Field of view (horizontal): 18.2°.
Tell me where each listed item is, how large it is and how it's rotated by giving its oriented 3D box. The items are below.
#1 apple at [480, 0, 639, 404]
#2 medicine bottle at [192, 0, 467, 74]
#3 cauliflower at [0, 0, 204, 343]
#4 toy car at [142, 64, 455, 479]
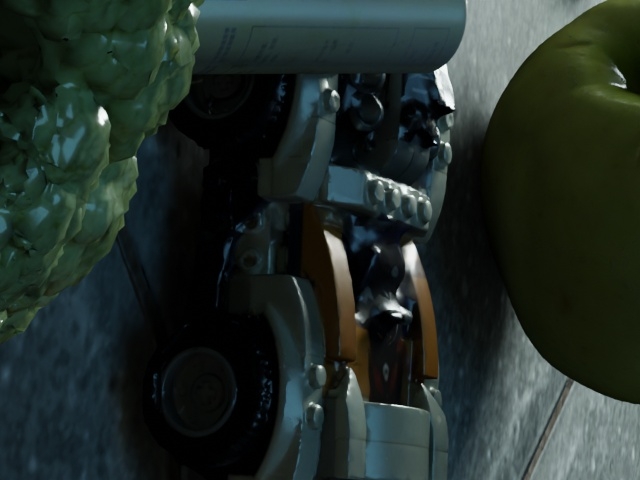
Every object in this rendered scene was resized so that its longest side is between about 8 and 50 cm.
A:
[{"bbox_3d":[0.227,-0.023,1.298,0.279,0.279,0.279,-12,103,-63],"label":"apple"},{"bbox_3d":[-0.039,-0.100,0.862,0.231,0.059,0.059,-4,97,-39],"label":"medicine bottle"},{"bbox_3d":[-0.163,-0.085,0.596,0.250,0.275,0.272,7,122,-29],"label":"cauliflower"},{"bbox_3d":[0.002,-0.001,0.995,0.193,0.118,0.301,20,73,-60],"label":"toy car"}]
